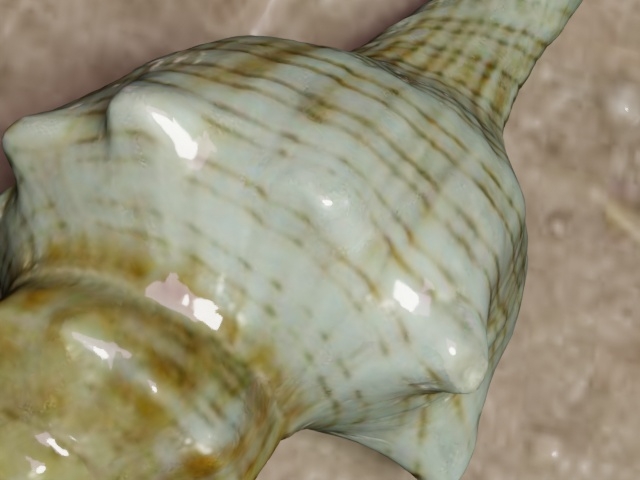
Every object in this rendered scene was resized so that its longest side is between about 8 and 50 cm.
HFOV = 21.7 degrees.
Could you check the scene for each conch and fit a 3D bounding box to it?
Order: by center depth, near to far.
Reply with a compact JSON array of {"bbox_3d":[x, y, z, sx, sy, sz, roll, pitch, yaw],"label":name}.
[{"bbox_3d":[0.006,0.004,0.623,0.386,0.169,0.203,-33,117,-18],"label":"conch"}]
